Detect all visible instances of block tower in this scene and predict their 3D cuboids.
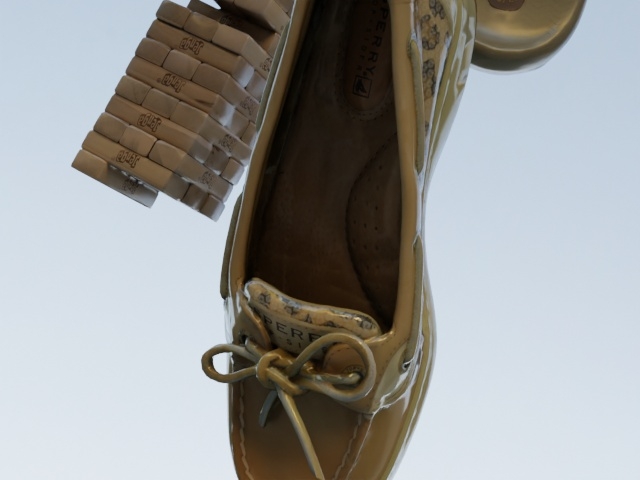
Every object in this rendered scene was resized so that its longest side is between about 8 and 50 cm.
[{"bbox_3d":[-0.063,-0.175,0.862,0.097,0.335,0.091,28,-3,25],"label":"block tower"}]

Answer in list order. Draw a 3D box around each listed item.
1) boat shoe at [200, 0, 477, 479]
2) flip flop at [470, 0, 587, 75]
[{"bbox_3d":[0.000,0.000,0.485,0.105,0.089,0.285,9,-84,20],"label":"boat shoe"},{"bbox_3d":[0.107,-0.224,0.551,0.112,0.080,0.277,10,-96,8],"label":"flip flop"}]
